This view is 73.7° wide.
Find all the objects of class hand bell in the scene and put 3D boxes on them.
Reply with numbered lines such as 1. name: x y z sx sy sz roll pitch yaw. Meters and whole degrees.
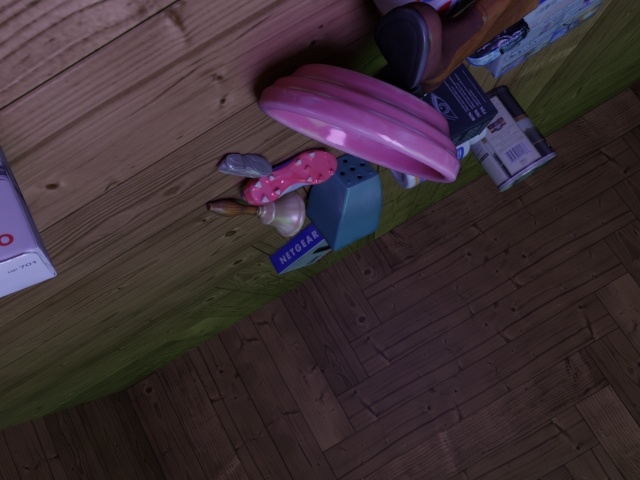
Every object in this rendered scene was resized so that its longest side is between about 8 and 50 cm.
1. hand bell: -0.166 -0.075 1.036 0.242 0.126 0.126 2 147 -47

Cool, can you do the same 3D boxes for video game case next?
1. video game case: 0.503 -0.504 0.927 0.269 0.061 0.244 -32 167 7

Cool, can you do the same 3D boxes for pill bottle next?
1. pill bottle: 0.330 -0.278 1.233 0.272 0.152 0.152 -30 169 -4

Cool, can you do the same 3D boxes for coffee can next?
1. coffee can: 0.594 -0.325 1.388 0.201 0.275 0.201 -29 169 -6

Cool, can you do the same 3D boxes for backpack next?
1. backpack: 0.322 -0.396 0.819 0.114 0.105 0.084 -30 169 25

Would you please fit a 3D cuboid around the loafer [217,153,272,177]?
1. loafer: -0.151 -0.148 0.854 0.039 0.045 0.125 -18 171 34

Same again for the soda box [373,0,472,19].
1. soda box: 0.188 -0.379 0.620 0.216 0.074 0.069 -34 170 17

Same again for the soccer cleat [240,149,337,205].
1. soccer cleat: -0.071 -0.149 0.991 0.248 0.083 0.095 -30 -161 -29

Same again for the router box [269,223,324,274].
1. router box: 0.000 0.000 1.758 0.335 0.082 0.301 -38 167 33

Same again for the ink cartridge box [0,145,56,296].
1. ink cartridge box: -0.366 -0.030 0.405 0.140 0.190 0.082 -25 167 -27

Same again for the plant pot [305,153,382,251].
1. plant pot: 0.073 -0.124 1.211 0.165 0.165 0.234 -26 152 -22

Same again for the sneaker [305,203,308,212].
1. sneaker: -0.026 -0.096 1.388 0.057 0.047 0.119 -23 160 -8

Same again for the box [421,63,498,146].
1. box: 0.287 -0.298 1.033 0.207 0.153 0.108 -28 169 -7

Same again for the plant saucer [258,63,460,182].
1. plant saucer: 0.069 -0.187 0.682 0.332 0.332 0.084 0 113 -69

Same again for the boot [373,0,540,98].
1. boot: 0.218 -0.305 0.579 0.280 0.096 0.264 -33 170 8
